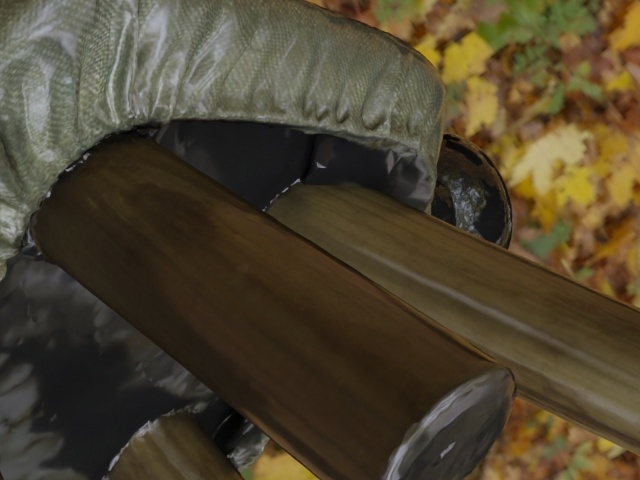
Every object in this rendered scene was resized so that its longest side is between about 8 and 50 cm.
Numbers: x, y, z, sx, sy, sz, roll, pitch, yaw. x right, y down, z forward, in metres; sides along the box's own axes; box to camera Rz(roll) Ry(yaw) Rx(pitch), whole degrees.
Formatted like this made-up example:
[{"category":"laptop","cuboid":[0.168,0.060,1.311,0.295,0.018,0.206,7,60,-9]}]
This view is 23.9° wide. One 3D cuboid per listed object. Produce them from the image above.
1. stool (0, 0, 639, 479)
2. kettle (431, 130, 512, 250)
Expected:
[{"category":"stool","cuboid":[-0.027,0.081,0.585,0.310,0.226,0.310,3,121,-58]},{"category":"kettle","cuboid":[0.000,0.000,1.182,0.290,0.207,0.268,-9,180,38]}]
